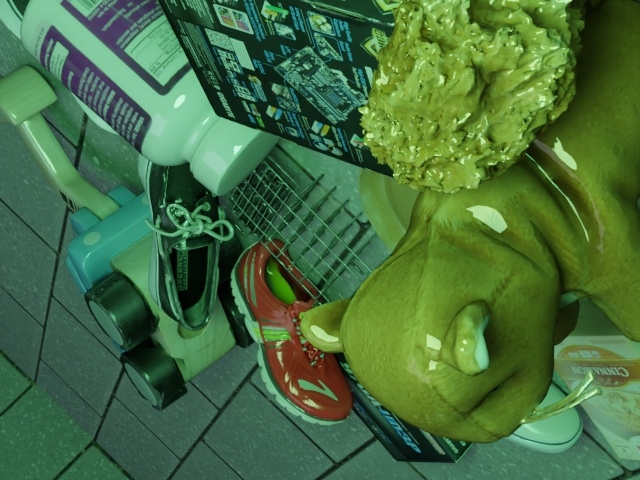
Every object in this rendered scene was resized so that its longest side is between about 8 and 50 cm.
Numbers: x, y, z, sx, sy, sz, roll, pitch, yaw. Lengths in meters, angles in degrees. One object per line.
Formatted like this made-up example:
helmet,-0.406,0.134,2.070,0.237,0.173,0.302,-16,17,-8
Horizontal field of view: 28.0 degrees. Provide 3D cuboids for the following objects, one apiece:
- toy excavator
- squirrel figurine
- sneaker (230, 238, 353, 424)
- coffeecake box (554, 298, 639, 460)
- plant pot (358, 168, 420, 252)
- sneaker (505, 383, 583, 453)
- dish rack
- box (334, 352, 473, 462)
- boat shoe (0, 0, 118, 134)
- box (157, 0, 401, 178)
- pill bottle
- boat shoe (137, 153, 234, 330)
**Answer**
toy excavator,-0.329,-0.017,1.970,0.445,0.222,0.433,34,153,42
squirrel figurine,0.133,-0.052,0.994,0.281,0.370,0.397,13,140,49
sneaker,-0.034,0.124,1.768,0.279,0.107,0.118,60,142,12
coffeecake box,0.333,0.147,1.349,0.185,0.068,0.142,52,153,-17
plant pot,0.143,-0.015,1.435,0.236,0.032,0.236,35,153,21
sneaker,0.202,0.154,1.525,0.258,0.094,0.091,37,158,18
dish rack,0.000,0.000,1.632,0.271,0.074,0.208,45,154,3
box,0.099,0.222,1.835,0.220,0.051,0.175,51,154,-11
boat shoe,-0.317,-0.275,1.668,0.301,0.108,0.102,50,125,17
box,-0.003,-0.177,1.243,0.293,0.073,0.295,19,159,21
pill bottle,-0.189,-0.195,1.503,0.301,0.169,0.169,42,155,7
boat shoe,-0.178,-0.023,1.705,0.105,0.113,0.306,42,130,52
